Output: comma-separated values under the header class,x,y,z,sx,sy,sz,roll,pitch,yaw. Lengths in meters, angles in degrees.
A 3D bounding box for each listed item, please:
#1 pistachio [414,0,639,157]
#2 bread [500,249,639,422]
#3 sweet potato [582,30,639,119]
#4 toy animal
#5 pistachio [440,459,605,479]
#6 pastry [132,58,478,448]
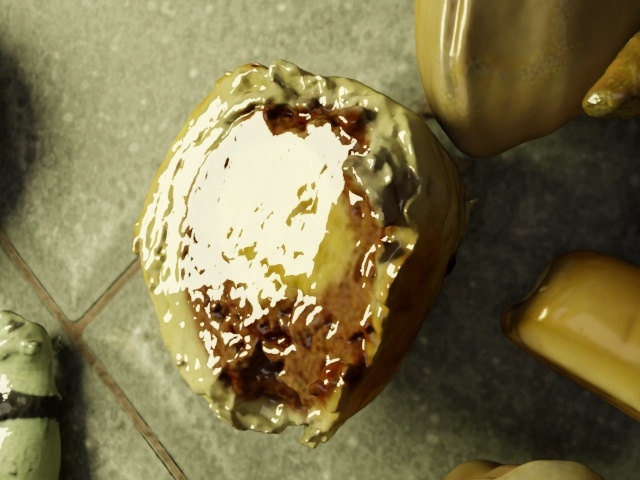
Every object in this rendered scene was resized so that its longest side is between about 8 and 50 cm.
class,x,y,z,sx,sy,sz,roll,pitch,yaw
pistachio,0.147,-0.197,0.466,0.162,0.182,0.292,22,98,42
bread,0.267,0.106,0.444,0.305,0.142,0.091,33,81,16
sweet potato,0.291,-0.185,0.405,0.346,0.079,0.108,-27,97,-8
toy animal,-0.305,0.179,0.656,0.121,0.094,0.225,4,82,9
pistachio,0.172,0.332,0.398,0.365,0.281,0.445,-38,84,-16
pastry,-0.007,0.003,0.528,0.237,0.170,0.255,35,110,36
